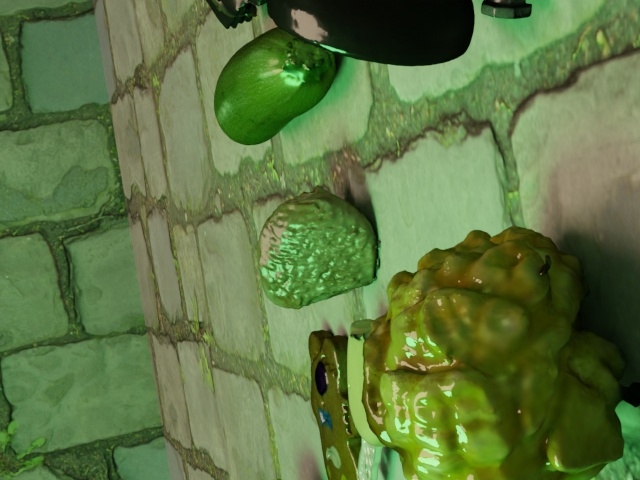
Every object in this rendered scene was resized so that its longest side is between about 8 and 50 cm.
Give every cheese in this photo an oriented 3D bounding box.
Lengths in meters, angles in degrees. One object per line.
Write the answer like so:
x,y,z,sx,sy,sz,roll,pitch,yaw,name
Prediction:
0.058,0.188,1.362,0.255,0.050,0.127,96,158,-44,cheese

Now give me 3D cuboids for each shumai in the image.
-0.001,-0.004,1.385,0.116,0.146,0.145,-81,-9,-64,shumai

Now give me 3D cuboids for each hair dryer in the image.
0.074,-0.319,0.949,0.284,0.156,0.320,-65,-12,-68,hair dryer

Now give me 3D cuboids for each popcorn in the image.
0.126,0.091,0.868,0.169,0.218,0.189,-23,93,30,popcorn

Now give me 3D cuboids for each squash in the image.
-0.060,-0.181,1.464,0.395,0.107,0.107,165,96,-76,squash

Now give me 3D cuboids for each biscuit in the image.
0.023,0.228,1.544,0.180,0.039,0.236,175,84,-73,biscuit

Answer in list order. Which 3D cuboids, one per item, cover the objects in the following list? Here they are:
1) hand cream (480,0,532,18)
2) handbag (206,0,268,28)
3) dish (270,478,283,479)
0.135,-0.267,0.844,0.080,0.050,0.234,-112,23,-67,hand cream
-0.122,-0.404,1.503,0.342,0.152,0.288,-161,51,-76,handbag
-0.027,0.410,1.744,0.149,0.080,0.207,-129,34,-54,dish
